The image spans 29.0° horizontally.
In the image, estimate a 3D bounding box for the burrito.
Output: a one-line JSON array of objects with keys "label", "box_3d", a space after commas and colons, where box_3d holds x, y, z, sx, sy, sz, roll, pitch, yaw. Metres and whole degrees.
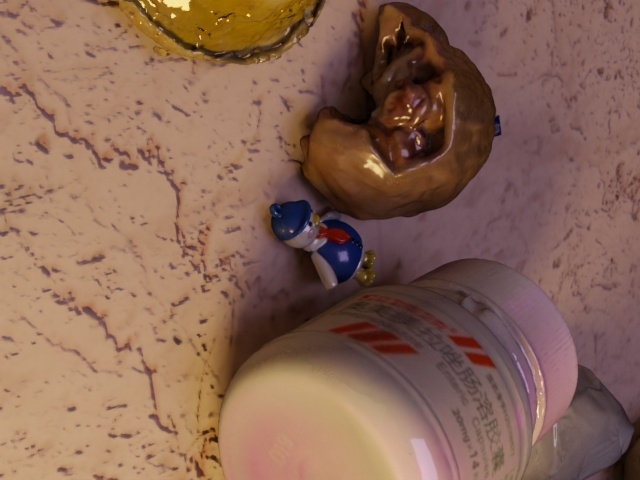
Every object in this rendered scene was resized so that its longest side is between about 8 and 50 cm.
[{"label": "burrito", "box_3d": [0.216, 0.255, 1.443, 0.445, 0.101, 0.139, -14, 109, -41]}]

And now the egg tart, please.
[{"label": "egg tart", "box_3d": [-0.065, -0.306, 1.098, 0.315, 0.120, 0.315, -8, 101, -43]}]

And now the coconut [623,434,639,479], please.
[{"label": "coconut", "box_3d": [0.529, 0.340, 1.688, 0.224, 0.224, 0.224, -6, 99, -43]}]

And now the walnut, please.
[{"label": "walnut", "box_3d": [0.107, -0.117, 1.271, 0.204, 0.141, 0.238, 50, 60, -41]}]

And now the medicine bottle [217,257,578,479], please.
[{"label": "medicine bottle", "box_3d": [0.088, 0.165, 1.204, 0.325, 0.256, 0.256, -26, 112, -47]}]

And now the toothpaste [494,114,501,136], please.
[{"label": "toothpaste", "box_3d": [0.187, -0.125, 1.430, 0.083, 0.015, 0.024, -24, 110, -45]}]

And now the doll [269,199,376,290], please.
[{"label": "doll", "box_3d": [0.000, 0.000, 1.242, 0.143, 0.057, 0.099, 34, 45, -34]}]
